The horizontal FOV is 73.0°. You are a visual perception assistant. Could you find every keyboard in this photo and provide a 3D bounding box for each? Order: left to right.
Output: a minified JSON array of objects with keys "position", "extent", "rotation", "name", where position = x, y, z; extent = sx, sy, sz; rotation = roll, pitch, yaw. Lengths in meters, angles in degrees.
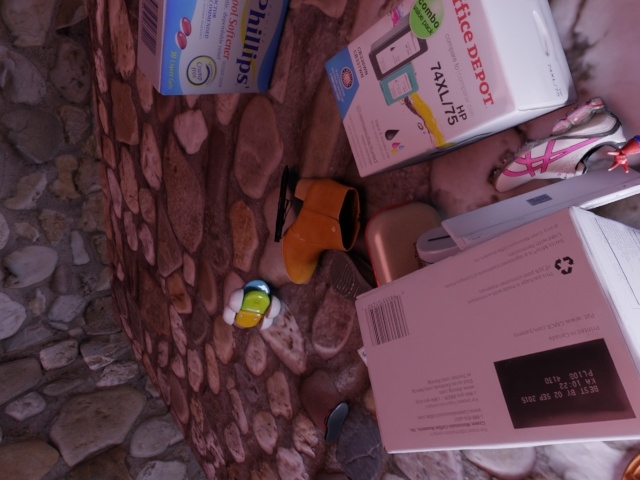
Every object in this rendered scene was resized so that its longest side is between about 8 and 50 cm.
[{"position":[-0.090,-0.090,1.126],"extent":[0.100,0.038,0.192],"rotation":[136,142,-72],"name":"keyboard"},{"position":[0.293,-0.047,0.568],"extent":[0.072,0.256,0.014],"rotation":[-105,-4,-63],"name":"keyboard"}]

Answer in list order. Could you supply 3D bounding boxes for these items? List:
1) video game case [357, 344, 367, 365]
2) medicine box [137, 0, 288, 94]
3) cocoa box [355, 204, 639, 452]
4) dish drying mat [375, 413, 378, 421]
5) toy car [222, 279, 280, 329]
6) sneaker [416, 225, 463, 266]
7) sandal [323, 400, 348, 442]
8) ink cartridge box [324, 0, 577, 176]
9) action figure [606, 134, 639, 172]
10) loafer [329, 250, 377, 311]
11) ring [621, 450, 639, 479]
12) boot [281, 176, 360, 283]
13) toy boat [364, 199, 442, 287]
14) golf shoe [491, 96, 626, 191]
[{"position":[0.205,0.302,0.972],"extent":[0.232,0.042,0.210],"rotation":[56,139,18],"name":"video game case"},{"position":[-0.246,-0.489,0.985],"extent":[0.149,0.289,0.263],"rotation":[50,137,28],"name":"medicine box"},{"position":[0.258,0.139,0.582],"extent":[0.347,0.228,0.231],"rotation":[-33,60,45],"name":"cocoa box"},{"position":[0.174,0.459,1.102],"extent":[0.083,0.008,0.032],"rotation":[-24,85,52],"name":"dish drying mat"},{"position":[-0.217,0.194,1.376],"extent":[0.182,0.159,0.136],"rotation":[122,156,-45],"name":"toy car"},{"position":[0.292,0.009,0.707],"extent":[0.258,0.094,0.091],"rotation":[-9,132,35],"name":"sneaker"},{"position":[0.035,0.522,1.254],"extent":[0.040,0.067,0.179],"rotation":[50,141,42],"name":"sandal"},{"position":[0.185,-0.239,0.646],"extent":[0.270,0.197,0.198],"rotation":[-16,92,51],"name":"ink cartridge box"},{"position":[0.388,-0.184,0.482],"extent":[0.091,0.139,0.280],"rotation":[1,108,51],"name":"action figure"},{"position":[0.101,0.108,0.979],"extent":[0.251,0.087,0.094],"rotation":[52,123,48],"name":"loafer"},{"position":[0.590,0.424,0.571],"extent":[0.336,0.032,0.336],"rotation":[22,120,44],"name":"ring"},{"position":[0.001,-0.001,1.027],"extent":[0.211,0.104,0.295],"rotation":[30,119,53],"name":"boot"},{"position":[0.167,0.040,0.859],"extent":[0.151,0.151,0.231],"rotation":[-166,61,-81],"name":"toy boat"},{"position":[0.334,-0.115,0.625],"extent":[0.086,0.067,0.186],"rotation":[60,140,11],"name":"golf shoe"}]
